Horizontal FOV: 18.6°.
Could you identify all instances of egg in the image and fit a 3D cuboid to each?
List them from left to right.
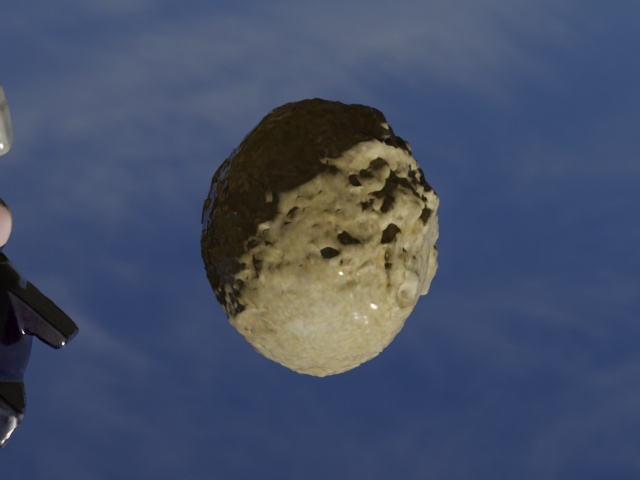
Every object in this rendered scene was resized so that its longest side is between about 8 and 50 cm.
[{"bbox_3d":[0.000,0.000,0.938,0.116,0.140,0.118,4,-158,-10],"label":"egg"}]

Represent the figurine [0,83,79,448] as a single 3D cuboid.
[{"bbox_3d":[-0.279,0.014,1.122,0.308,0.308,0.143,16,-145,10],"label":"figurine"}]
